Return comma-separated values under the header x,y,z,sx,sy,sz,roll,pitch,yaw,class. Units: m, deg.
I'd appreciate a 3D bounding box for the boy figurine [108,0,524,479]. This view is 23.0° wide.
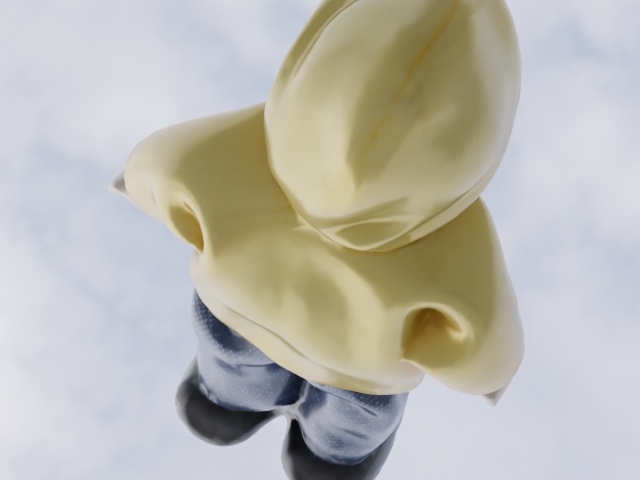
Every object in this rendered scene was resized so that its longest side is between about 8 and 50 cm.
x,y,z,sx,sy,sz,roll,pitch,yaw,class
0.000,0.000,0.602,0.177,0.285,0.092,26,-123,8,boy figurine
